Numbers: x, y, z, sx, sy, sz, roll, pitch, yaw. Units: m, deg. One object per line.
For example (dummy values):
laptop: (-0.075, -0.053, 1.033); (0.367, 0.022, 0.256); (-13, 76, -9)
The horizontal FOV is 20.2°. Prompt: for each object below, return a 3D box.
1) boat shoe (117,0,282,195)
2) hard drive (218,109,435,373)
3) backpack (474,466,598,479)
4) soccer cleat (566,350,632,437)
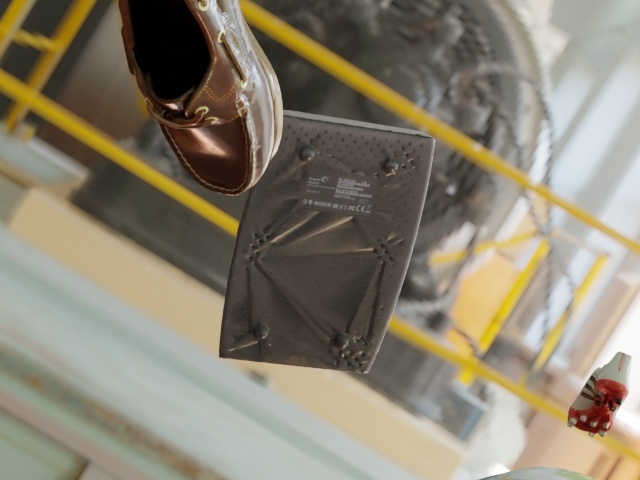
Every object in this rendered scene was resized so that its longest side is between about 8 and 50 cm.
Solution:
boat shoe: (-0.071, -0.097, 0.938); (0.073, 0.073, 0.207); (5, -44, 20)
hard drive: (0.000, 0.000, 1.705); (0.172, 0.255, 0.054); (7, 24, -17)
backpack: (0.154, 0.333, 1.212); (0.273, 0.290, 0.356); (-51, 122, -74)
soccer cleat: (0.177, 0.097, 1.123); (0.029, 0.036, 0.083); (23, -27, 4)
